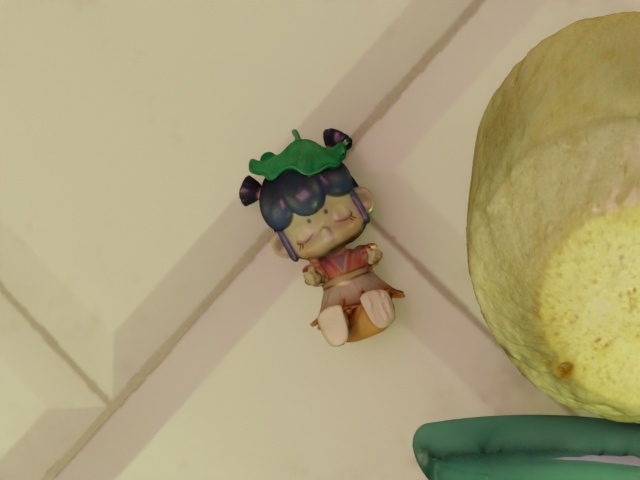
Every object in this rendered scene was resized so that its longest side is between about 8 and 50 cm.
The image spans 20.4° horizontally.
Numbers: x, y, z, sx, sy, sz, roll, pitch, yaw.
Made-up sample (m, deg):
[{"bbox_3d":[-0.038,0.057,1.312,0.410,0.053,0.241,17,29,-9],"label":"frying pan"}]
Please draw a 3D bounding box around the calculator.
[{"bbox_3d":[0.249,0.268,1.391,0.386,0.054,0.256,6,107,21],"label":"calculator"}]

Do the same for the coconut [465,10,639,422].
[{"bbox_3d":[0.249,-0.027,1.371,0.328,0.329,0.329,-2,82,17],"label":"coconut"}]

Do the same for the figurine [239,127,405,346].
[{"bbox_3d":[0.000,0.000,1.532,0.111,0.102,0.195,-20,80,1],"label":"figurine"}]
